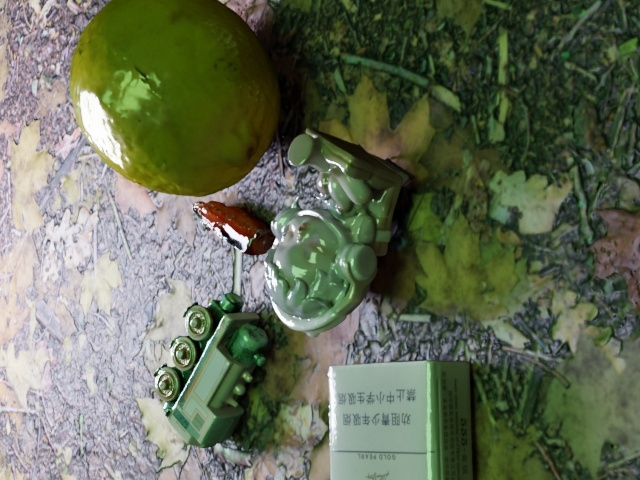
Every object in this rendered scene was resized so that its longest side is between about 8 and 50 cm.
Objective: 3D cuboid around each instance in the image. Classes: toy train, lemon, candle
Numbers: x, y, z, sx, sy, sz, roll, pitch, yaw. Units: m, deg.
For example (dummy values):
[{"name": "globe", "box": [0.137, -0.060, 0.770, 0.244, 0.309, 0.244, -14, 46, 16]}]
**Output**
[{"name": "toy train", "box": [-0.135, 0.165, 1.524, 0.125, 0.080, 0.194, 43, 115, 29]}, {"name": "lemon", "box": [-0.180, -0.185, 1.475, 0.260, 0.260, 0.284, -45, 55, 35]}, {"name": "candle", "box": [-0.117, -0.021, 1.546, 0.053, 0.048, 0.162, -49, 43, -12]}]

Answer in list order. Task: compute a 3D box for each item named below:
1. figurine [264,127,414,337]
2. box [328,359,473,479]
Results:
[{"name": "figurine", "box": [0.003, 0.001, 1.333, 0.162, 0.141, 0.237, 43, 118, 46]}, {"name": "box", "box": [0.086, 0.259, 1.272, 0.168, 0.071, 0.259, -8, 81, 47]}]
